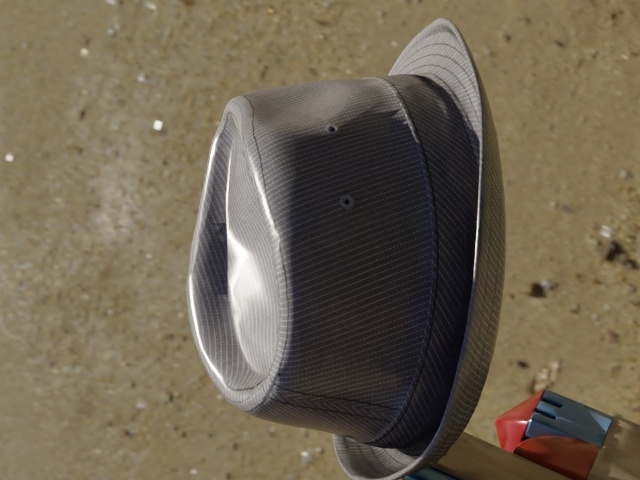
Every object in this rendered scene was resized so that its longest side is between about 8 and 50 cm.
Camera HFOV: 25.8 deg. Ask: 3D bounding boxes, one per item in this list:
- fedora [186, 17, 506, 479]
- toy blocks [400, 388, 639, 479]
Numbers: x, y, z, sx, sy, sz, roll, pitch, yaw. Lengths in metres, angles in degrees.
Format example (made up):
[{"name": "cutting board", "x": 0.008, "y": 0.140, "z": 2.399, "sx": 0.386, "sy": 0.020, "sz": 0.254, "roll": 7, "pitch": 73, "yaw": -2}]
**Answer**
[{"name": "fedora", "x": 0.000, "y": 0.000, "z": 0.781, "sx": 0.244, "sy": 0.124, "sz": 0.275, "roll": 123, "pitch": 148, "yaw": -51}, {"name": "toy blocks", "x": 0.143, "y": 0.208, "z": 0.819, "sx": 0.261, "sy": 0.381, "sz": 0.191, "roll": 22, "pitch": 117, "yaw": 15}]
